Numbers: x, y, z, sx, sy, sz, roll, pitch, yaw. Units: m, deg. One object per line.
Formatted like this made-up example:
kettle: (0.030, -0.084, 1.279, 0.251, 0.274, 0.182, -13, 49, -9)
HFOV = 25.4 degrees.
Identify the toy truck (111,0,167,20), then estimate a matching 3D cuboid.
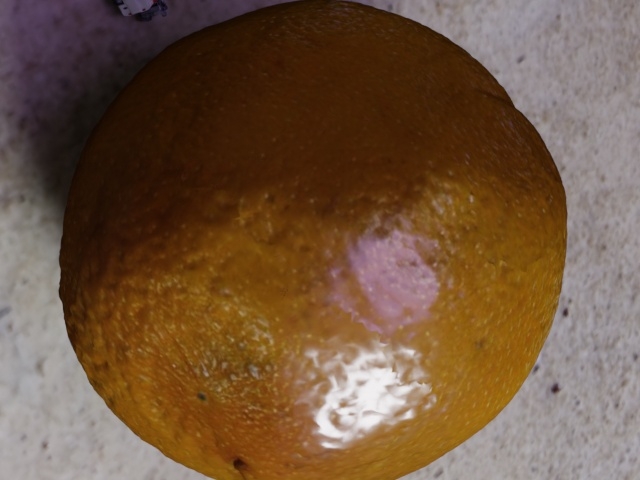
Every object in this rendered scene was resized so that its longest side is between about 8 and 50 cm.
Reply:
toy truck: (-0.107, -0.153, 0.763, 0.083, 0.024, 0.032, 64, 30, -24)

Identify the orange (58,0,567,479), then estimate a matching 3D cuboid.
orange: (0.000, 0.000, 0.736, 0.264, 0.264, 0.264, -8, 103, -39)
